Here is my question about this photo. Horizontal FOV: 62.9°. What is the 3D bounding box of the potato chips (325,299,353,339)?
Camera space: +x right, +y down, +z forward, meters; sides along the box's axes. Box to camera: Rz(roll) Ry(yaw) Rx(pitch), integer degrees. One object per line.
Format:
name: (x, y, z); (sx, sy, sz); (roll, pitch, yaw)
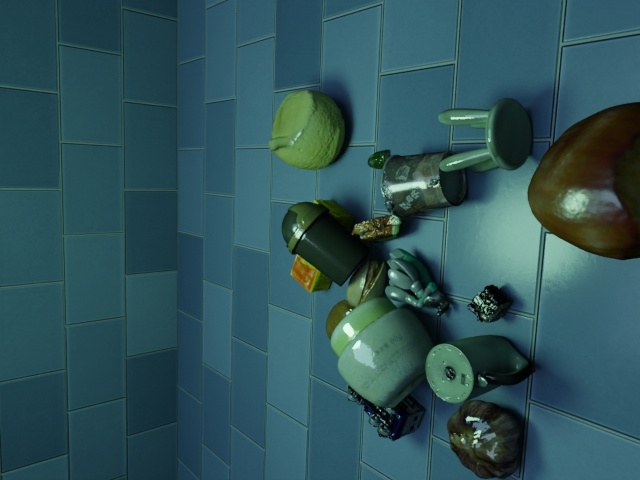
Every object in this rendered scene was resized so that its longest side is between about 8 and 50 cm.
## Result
potato chips: (0.079, 0.332, 2.110); (0.202, 0.049, 0.150); (-49, 63, 33)

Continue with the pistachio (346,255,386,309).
pistachio: (0.169, 0.164, 1.921); (0.144, 0.143, 0.215); (40, 125, 40)

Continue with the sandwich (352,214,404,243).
sandwich: (0.215, -0.038, 1.824); (0.235, 0.159, 0.079); (-22, 78, 54)

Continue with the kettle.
kettle: (0.465, 0.365, 1.494); (0.240, 0.255, 0.166); (6, 95, 51)

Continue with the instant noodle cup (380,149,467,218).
instant noodle cup: (0.332, -0.182, 1.655); (0.207, 0.217, 0.218); (-5, 89, 43)

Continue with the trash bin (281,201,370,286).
trash bin: (0.000, 0.000, 1.913); (0.333, 0.214, 0.214); (41, 127, 6)

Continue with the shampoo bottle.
shampoo bottle: (0.214, 0.373, 1.743); (0.317, 0.322, 0.323); (48, 127, 29)

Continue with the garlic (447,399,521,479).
garlic: (0.482, 0.599, 1.568); (0.244, 0.160, 0.245); (5, 96, 48)

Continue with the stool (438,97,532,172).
stool: (0.464, -0.292, 1.491); (0.198, 0.195, 0.196); (3, 96, 51)

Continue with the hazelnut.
hazelnut: (0.665, -0.129, 1.171); (0.365, 0.365, 0.367); (6, 97, 49)

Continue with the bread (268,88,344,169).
bread: (-0.051, -0.433, 2.069); (0.320, 0.237, 0.321); (-18, 65, 44)

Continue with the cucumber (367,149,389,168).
cucumber: (0.206, -0.293, 1.918); (0.107, 0.035, 0.067); (-5, 90, 52)

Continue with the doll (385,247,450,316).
doll: (0.305, 0.138, 1.742); (0.258, 0.153, 0.195); (32, 145, 48)

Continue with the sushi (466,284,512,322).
sushi: (0.505, 0.189, 1.554); (0.084, 0.097, 0.094); (53, 132, 34)

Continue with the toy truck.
toy truck: (0.226, 0.573, 1.878); (0.268, 0.155, 0.125); (40, 122, 44)

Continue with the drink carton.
drink carton: (0.002, 0.022, 2.124); (0.154, 0.111, 0.352); (40, 122, 39)
